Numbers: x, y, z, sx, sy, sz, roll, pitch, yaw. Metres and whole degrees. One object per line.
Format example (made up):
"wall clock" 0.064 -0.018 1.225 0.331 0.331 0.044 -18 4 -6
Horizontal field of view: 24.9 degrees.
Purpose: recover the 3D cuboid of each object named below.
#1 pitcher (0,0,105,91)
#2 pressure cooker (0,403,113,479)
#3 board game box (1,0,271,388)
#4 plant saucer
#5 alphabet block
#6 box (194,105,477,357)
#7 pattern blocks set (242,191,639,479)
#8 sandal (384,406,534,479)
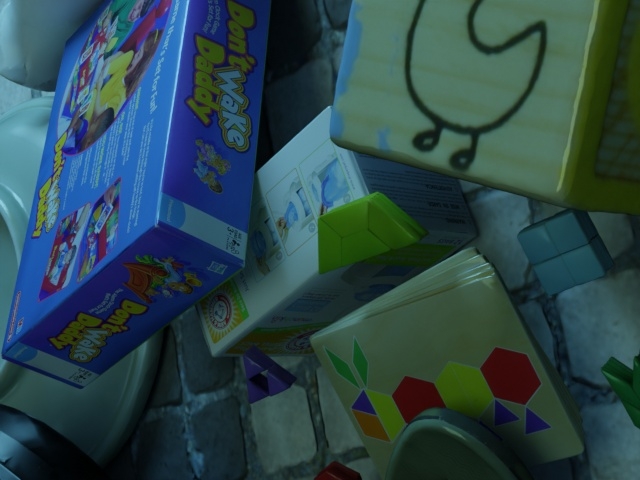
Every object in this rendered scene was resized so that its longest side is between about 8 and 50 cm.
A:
"pitcher" -0.242 -0.271 1.384 0.207 0.125 0.178 -51 38 44
"pressure cooker" -0.302 0.340 1.196 0.375 0.420 0.370 -29 95 51
"board game box" -0.145 -0.082 1.189 0.233 0.078 0.347 -35 39 41
"plant saucer" -0.311 0.052 1.437 0.400 0.100 0.401 -4 84 46
"alphabet block" 0.150 -0.124 0.912 0.197 0.193 0.192 17 101 45
"box" 0.000 0.000 1.110 0.203 0.114 0.103 -39 60 36
"pattern blocks set" 0.082 0.100 1.003 0.324 0.026 0.285 -12 105 37
"sandal" 0.065 0.248 1.009 0.120 0.086 0.303 30 123 18
